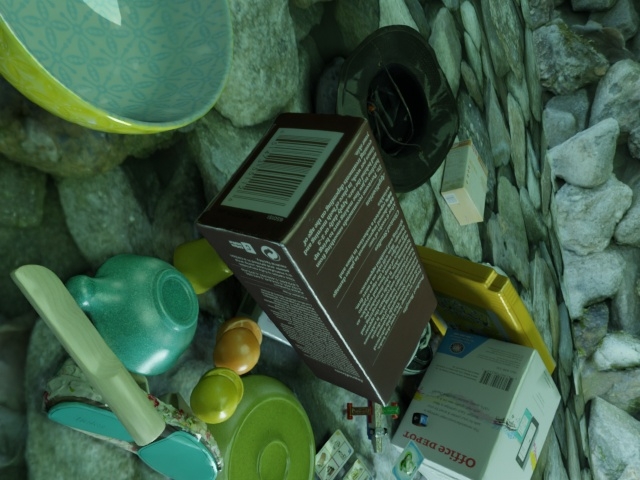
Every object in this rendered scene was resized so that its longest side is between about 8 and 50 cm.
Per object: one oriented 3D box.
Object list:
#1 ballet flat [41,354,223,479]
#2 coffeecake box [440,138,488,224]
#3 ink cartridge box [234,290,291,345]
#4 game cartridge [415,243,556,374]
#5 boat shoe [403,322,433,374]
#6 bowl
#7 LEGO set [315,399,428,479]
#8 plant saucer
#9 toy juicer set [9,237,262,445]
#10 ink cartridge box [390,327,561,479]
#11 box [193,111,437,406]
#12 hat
[{"bbox_3d":[-0.185,0.188,0.607,0.241,0.091,0.077,51,21,-40],"label":"ballet flat"},{"bbox_3d":[0.398,-0.161,1.543,0.142,0.068,0.186,48,45,-37],"label":"coffeecake box"},{"bbox_3d":[-0.006,0.076,0.866,0.232,0.066,0.189,34,74,-42],"label":"ink cartridge box"},{"bbox_3d":[0.304,0.139,1.154,0.053,0.285,0.324,-52,127,-15],"label":"game cartridge"},{"bbox_3d":[0.162,0.178,1.083,0.301,0.102,0.108,45,47,-40],"label":"boat shoe"},{"bbox_3d":[-0.242,-0.234,0.568,0.289,0.156,0.290,19,66,-51],"label":"bowl"},{"bbox_3d":[0.092,0.357,0.973,0.244,0.060,0.182,-42,104,-37],"label":"LEGO set"},{"bbox_3d":[-0.075,0.306,0.768,0.241,0.037,0.241,19,66,-51],"label":"plant saucer"},{"bbox_3d":[-0.171,0.109,0.594,0.209,0.089,0.329,69,20,2],"label":"toy juicer set"},{"bbox_3d":[0.312,0.354,1.109,0.270,0.198,0.197,-56,130,-23],"label":"ink cartridge box"},{"bbox_3d":[0.023,0.038,0.740,0.191,0.143,0.381,-57,139,-26],"label":"box"},{"bbox_3d":[0.124,-0.248,1.117,0.331,0.134,0.331,2,86,-37],"label":"hat"}]
